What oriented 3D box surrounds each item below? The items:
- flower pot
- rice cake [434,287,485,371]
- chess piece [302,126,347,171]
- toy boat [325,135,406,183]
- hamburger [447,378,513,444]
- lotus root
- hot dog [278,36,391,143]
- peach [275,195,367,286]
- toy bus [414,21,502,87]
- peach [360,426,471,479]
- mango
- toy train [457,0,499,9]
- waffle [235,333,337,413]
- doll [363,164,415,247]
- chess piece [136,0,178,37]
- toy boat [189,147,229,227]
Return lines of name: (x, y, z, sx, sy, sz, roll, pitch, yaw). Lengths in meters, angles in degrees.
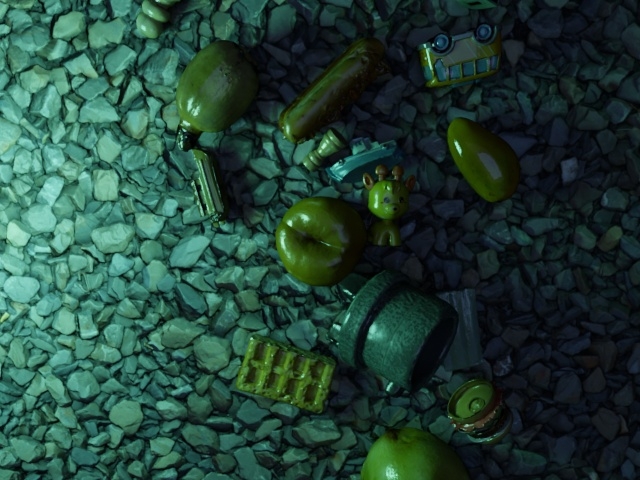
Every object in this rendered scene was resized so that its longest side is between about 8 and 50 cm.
flower pot: (0.178, 0.236, 1.263, 0.282, 0.299, 0.299, 27, 101, 31)
rice cake: (0.389, 0.253, 1.365, 0.127, 0.043, 0.237, -10, 97, 7)
chess piece: (0.009, -0.241, 1.303, 0.066, 0.066, 0.122, 46, 114, -3)
toy boat: (0.116, -0.224, 1.304, 0.214, 0.088, 0.102, -21, 62, 7)
hamburger: (0.450, 0.484, 1.338, 0.175, 0.175, 0.137, -38, 101, 8)
lotus root: (-0.287, -0.372, 1.260, 0.182, 0.183, 0.310, 40, 100, -2)
hot dog: (0.034, -0.377, 1.247, 0.349, 0.158, 0.117, -43, 112, 5)
peach: (0.000, 0.000, 1.301, 0.250, 0.153, 0.252, 0, 94, 6)
toy bus: (0.352, -0.462, 1.224, 0.209, 0.126, 0.136, -11, 106, 5)
peach: (0.262, 0.691, 1.321, 0.313, 0.281, 0.316, 5, 91, 9)
mango: (0.427, -0.218, 1.260, 0.138, 0.113, 0.253, -36, 87, 12)
toy train: (0.429, -0.793, 1.183, 0.086, 0.088, 0.408, 6, 100, -32)
waffle: (-0.100, 0.390, 1.412, 0.273, 0.057, 0.168, 16, 100, 2)
doll: (0.180, -0.091, 1.286, 0.142, 0.135, 0.221, 0, 102, -5)
chess piece: (-0.427, -0.620, 1.272, 0.094, 0.094, 0.171, 31, 103, -1)
toy boat: (-0.317, -0.147, 1.344, 0.087, 0.068, 0.226, -14, 98, 14)
